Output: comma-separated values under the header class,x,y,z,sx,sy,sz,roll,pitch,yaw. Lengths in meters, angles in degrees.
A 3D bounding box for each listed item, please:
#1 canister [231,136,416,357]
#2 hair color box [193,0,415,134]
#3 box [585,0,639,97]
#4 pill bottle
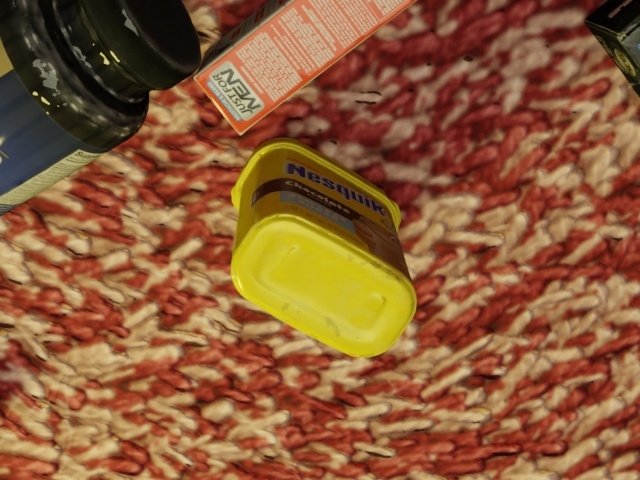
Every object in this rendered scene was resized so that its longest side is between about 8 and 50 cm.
class,x,y,z,sx,sy,sz,roll,pitch,yaw
canister,0.000,0.000,0.663,0.126,0.170,0.073,30,107,-13
hair color box,-0.003,-0.150,0.648,0.167,0.093,0.053,-35,109,11
box,0.304,-0.128,0.676,0.147,0.077,0.180,-38,107,11
pill bottle,-0.192,-0.097,0.627,0.219,0.123,0.123,-28,109,19
